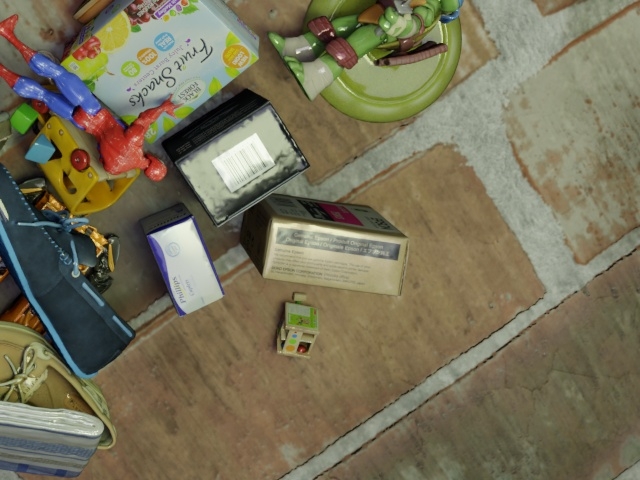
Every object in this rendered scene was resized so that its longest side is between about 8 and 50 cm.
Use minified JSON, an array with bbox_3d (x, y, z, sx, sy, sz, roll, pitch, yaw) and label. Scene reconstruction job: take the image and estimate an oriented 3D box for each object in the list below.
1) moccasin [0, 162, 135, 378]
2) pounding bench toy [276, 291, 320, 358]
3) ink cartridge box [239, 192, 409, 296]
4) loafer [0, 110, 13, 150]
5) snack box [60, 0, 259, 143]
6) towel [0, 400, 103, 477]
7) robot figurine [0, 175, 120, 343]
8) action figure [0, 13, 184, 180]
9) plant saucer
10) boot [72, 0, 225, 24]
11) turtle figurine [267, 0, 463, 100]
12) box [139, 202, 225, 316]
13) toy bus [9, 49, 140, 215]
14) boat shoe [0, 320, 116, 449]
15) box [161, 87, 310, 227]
[{"bbox_3d":[-0.352,0.025,1.740,0.117,0.138,0.342,-32,129,-14],"label":"moccasin"},{"bbox_3d":[-0.034,0.125,1.947,0.052,0.083,0.065,11,130,-11],"label":"pounding bench toy"},{"bbox_3d":[0.000,0.000,1.831,0.193,0.235,0.088,7,100,-13],"label":"ink cartridge box"},{"bbox_3d":[-0.465,-0.085,1.736,0.094,0.251,0.087,-32,86,-45],"label":"loafer"},{"bbox_3d":[-0.214,-0.256,1.772,0.207,0.070,0.174,-34,121,22],"label":"snack box"},{"bbox_3d":[-0.413,0.271,1.798,0.209,0.285,0.034,11,65,-12],"label":"towel"},{"bbox_3d":[-0.415,0.056,1.834,0.211,0.085,0.291,40,91,-21],"label":"robot figurine"},{"bbox_3d":[-0.298,-0.187,1.733,0.280,0.139,0.091,42,122,-1],"label":"action figure"},{"bbox_3d":[0.094,-0.287,1.898,0.241,0.037,0.241,-2,102,-12],"label":"plant saucer"},{"bbox_3d":[-0.227,-0.307,1.814,0.197,0.073,0.152,-30,112,1],"label":"boot"},{"bbox_3d":[0.053,-0.329,1.766,0.266,0.274,0.198,-32,71,1],"label":"turtle figurine"},{"bbox_3d":[-0.195,0.025,1.847,0.072,0.137,0.126,-23,104,-7],"label":"box"},{"bbox_3d":[-0.345,-0.130,1.801,0.191,0.202,0.104,30,124,-22],"label":"toy bus"},{"bbox_3d":[-0.382,0.201,1.809,0.104,0.089,0.285,-49,135,2],"label":"boat shoe"},{"bbox_3d":[-0.120,-0.118,1.799,0.153,0.207,0.108,-33,106,-3],"label":"box"}]
